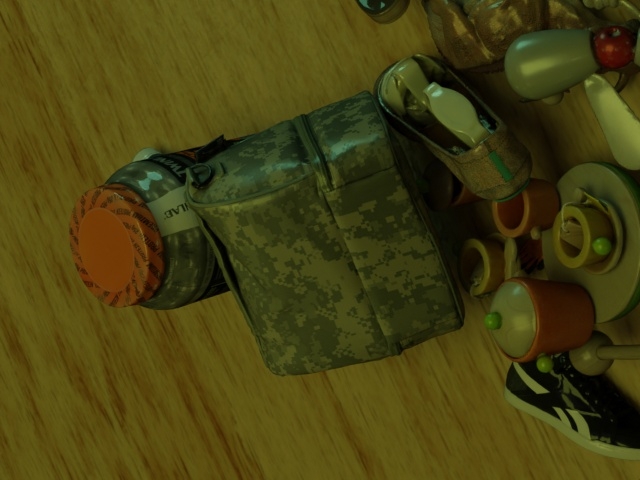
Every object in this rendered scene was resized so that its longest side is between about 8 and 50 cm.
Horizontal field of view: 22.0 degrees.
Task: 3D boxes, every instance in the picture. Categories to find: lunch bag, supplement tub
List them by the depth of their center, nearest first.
[{"bbox_3d":[0.000,0.000,1.980,0.212,0.256,0.305,-114,1,-61],"label":"lunch bag"},{"bbox_3d":[-0.153,-0.023,2.117,0.193,0.316,0.193,15,112,40],"label":"supplement tub"}]

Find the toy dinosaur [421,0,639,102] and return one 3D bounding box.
[{"bbox_3d":[0.213,-0.240,1.902,0.296,0.127,0.200,-4,108,45],"label":"toy dinosaur"}]

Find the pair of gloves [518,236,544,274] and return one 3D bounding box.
[{"bbox_3d":[0.277,0.033,2.000,0.083,0.010,0.074,51,128,14],"label":"pair of gloves"}]

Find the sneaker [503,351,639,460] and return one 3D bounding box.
[{"bbox_3d":[0.316,0.172,1.965,0.217,0.079,0.121,23,118,33],"label":"sneaker"}]

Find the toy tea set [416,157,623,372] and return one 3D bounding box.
[{"bbox_3d":[0.200,0.007,1.901,0.336,0.124,0.200,36,123,55],"label":"toy tea set"}]

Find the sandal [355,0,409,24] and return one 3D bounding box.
[{"bbox_3d":[0.067,-0.338,2.008,0.088,0.079,0.240,-33,49,19],"label":"sandal"}]

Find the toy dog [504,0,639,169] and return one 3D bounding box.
[{"bbox_3d":[0.380,-0.173,1.732,0.334,0.220,0.161,16,150,34],"label":"toy dog"}]

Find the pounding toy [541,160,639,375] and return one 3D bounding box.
[{"bbox_3d":[0.352,0.027,1.871,0.183,0.110,0.237,-22,73,60],"label":"pounding toy"}]

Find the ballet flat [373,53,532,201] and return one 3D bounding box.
[{"bbox_3d":[0.139,-0.160,1.927,0.107,0.106,0.316,-44,41,-2],"label":"ballet flat"}]

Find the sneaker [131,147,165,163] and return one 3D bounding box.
[{"bbox_3d":[-0.207,0.000,2.325,0.163,0.086,0.226,23,116,35],"label":"sneaker"}]
